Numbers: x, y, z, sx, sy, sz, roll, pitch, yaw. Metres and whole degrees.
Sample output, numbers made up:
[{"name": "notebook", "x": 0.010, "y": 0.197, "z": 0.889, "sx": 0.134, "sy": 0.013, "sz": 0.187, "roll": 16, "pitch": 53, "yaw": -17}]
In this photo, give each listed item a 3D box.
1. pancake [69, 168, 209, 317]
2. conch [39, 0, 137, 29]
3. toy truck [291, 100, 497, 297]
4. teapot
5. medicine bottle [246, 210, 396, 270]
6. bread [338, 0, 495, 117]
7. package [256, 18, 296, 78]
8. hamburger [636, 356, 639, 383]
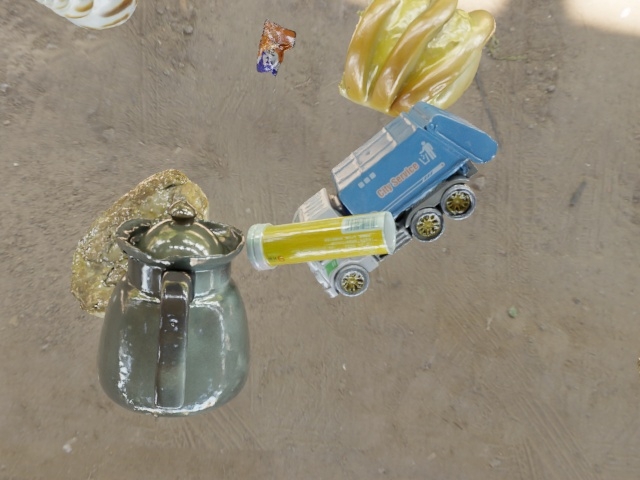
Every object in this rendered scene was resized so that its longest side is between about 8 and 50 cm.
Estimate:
[{"name": "pancake", "x": -0.416, "y": 0.006, "z": 1.359, "sx": 0.387, "sy": 0.387, "sz": 0.082, "roll": -43, "pitch": 141, "yaw": -2}, {"name": "conch", "x": -0.477, "y": -0.520, "z": 1.196, "sx": 0.275, "sy": 0.148, "sz": 0.183, "roll": -34, "pitch": 122, "yaw": -38}, {"name": "toy truck", "x": 0.116, "y": -0.072, "z": 0.983, "sx": 0.367, "sy": 0.146, "sz": 0.175, "roll": -39, "pitch": 110, "yaw": 10}, {"name": "teapot", "x": -0.216, "y": 0.089, "z": 0.812, "sx": 0.223, "sy": 0.305, "sz": 0.285, "roll": 11, "pitch": 107, "yaw": 15}, {"name": "medicine bottle", "x": 0.000, "y": 0.000, "z": 0.878, "sx": 0.218, "sy": 0.074, "sz": 0.074, "roll": -6, "pitch": 98, "yaw": 22}, {"name": "bread", "x": 0.194, "y": -0.396, "z": 1.177, "sx": 0.270, "sy": 0.211, "sz": 0.316, "roll": 25, "pitch": 62, "yaw": 26}, {"name": "package", "x": -0.098, "y": -0.405, "z": 1.252, "sx": 0.077, "sy": 0.033, "sz": 0.111, "roll": 31, "pitch": 112, "yaw": 28}, {"name": "hamburger", "x": 0.266, "y": 0.093, "z": 0.339, "sx": 0.176, "sy": 0.102, "sz": 0.087, "roll": 9, "pitch": 94, "yaw": 8}]
